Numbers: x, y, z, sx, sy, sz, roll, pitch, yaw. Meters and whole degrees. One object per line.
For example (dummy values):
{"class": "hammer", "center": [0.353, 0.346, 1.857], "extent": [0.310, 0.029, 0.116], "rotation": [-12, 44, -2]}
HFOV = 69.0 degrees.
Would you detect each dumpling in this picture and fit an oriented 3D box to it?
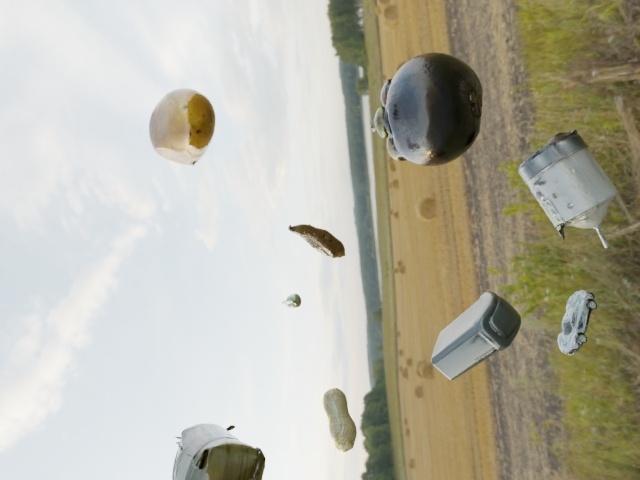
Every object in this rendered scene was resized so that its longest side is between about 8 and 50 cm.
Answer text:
{"class": "dumpling", "center": [-0.088, 0.184, 1.399], "extent": [0.077, 0.059, 0.043], "rotation": [-63, -37, -69]}

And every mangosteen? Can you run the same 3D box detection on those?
{"class": "mangosteen", "center": [0.254, -0.323, 1.186], "extent": [0.274, 0.302, 0.275], "rotation": [1, -92, -47]}

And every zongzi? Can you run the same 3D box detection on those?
{"class": "zongzi", "center": [-0.344, 0.777, 1.317], "extent": [0.500, 0.218, 0.467], "rotation": [-22, 53, 63]}

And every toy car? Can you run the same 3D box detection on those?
{"class": "toy car", "center": [0.347, 0.111, 0.635], "extent": [0.093, 0.025, 0.041], "rotation": [-61, -2, -21]}

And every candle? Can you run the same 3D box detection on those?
{"class": "candle", "center": [0.695, -0.123, 1.267], "extent": [0.330, 0.187, 0.187], "rotation": [61, -177, 11]}

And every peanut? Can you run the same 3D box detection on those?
{"class": "peanut", "center": [0.061, 0.569, 1.491], "extent": [0.087, 0.087, 0.207], "rotation": [78, 176, -45]}

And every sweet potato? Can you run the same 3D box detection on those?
{"class": "sweet potato", "center": [0.000, 0.000, 1.184], "extent": [0.205, 0.060, 0.068], "rotation": [27, -160, -32]}

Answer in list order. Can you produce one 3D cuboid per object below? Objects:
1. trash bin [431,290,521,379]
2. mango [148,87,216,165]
{"class": "trash bin", "center": [0.407, 0.243, 1.221], "extent": [0.236, 0.101, 0.177], "rotation": [-50, -2, 33]}
{"class": "mango", "center": [-0.359, -0.306, 1.234], "extent": [0.290, 0.159, 0.191], "rotation": [16, 88, 60]}
